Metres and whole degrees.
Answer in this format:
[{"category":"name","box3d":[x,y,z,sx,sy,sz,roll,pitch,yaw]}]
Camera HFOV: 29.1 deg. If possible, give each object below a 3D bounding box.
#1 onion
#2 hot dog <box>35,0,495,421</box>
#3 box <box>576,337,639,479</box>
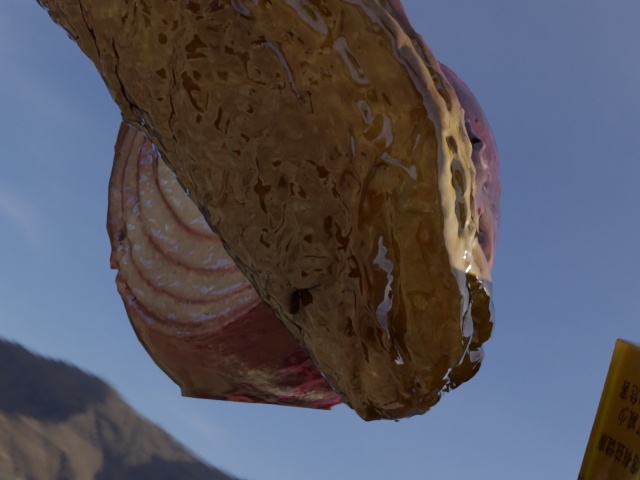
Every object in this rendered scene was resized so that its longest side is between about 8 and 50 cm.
[{"category":"onion","box3d":[0.004,0.002,0.749,0.207,0.206,0.216,16,-13,-39]},{"category":"hot dog","box3d":[-0.015,-0.049,0.419,0.227,0.099,0.160,50,1,-1]},{"category":"box","box3d":[0.109,0.118,0.437,0.022,0.156,0.089,15,1,-9]}]
